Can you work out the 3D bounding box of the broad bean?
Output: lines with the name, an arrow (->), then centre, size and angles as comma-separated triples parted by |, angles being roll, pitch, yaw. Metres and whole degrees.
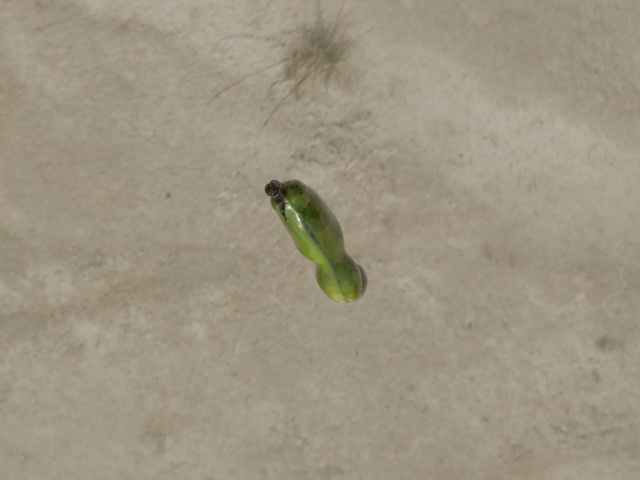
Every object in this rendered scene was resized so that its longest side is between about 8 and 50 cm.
broad bean -> 0.000, 0.000, 1.015 | 0.048, 0.070, 0.214 | -22, 143, 9
